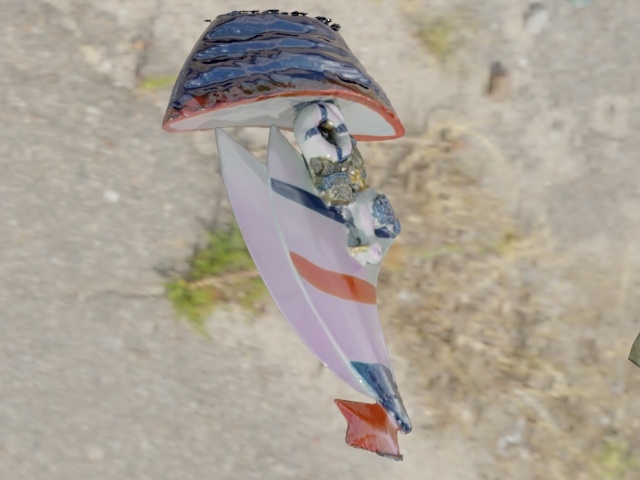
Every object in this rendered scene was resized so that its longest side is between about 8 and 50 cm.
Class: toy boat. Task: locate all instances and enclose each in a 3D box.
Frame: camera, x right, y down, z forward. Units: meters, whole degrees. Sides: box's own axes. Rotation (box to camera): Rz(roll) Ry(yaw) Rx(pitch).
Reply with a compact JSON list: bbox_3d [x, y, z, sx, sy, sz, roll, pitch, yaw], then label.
[{"bbox_3d":[-0.020,-0.019,1.305,0.219,0.072,0.318,29,50,-35],"label":"toy boat"}]

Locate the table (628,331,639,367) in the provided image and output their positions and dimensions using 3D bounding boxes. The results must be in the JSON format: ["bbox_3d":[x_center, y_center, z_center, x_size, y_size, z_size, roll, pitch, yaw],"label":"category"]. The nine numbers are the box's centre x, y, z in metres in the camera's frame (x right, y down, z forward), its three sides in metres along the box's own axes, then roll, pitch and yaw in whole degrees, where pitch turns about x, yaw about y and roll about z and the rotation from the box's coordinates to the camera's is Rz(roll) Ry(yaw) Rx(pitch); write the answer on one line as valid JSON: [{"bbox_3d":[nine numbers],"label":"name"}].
[{"bbox_3d":[0.395,-0.019,1.122,0.272,0.222,0.335,-13,138,-54],"label":"table"}]

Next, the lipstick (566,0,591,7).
[{"bbox_3d":[0.102,-0.227,0.594,0.080,0.076,0.371,-40,157,-24],"label":"lipstick"}]
